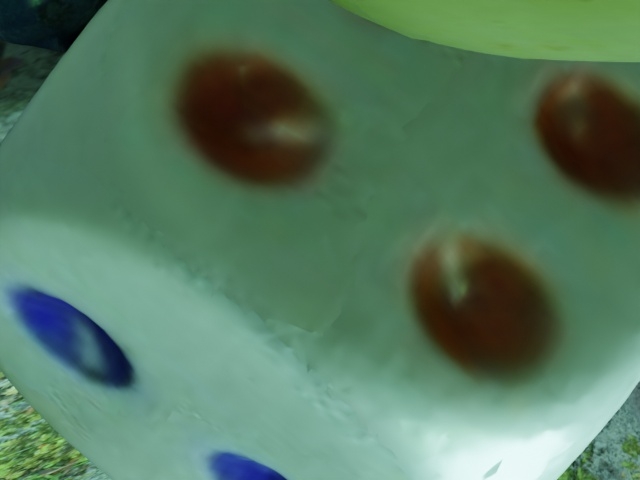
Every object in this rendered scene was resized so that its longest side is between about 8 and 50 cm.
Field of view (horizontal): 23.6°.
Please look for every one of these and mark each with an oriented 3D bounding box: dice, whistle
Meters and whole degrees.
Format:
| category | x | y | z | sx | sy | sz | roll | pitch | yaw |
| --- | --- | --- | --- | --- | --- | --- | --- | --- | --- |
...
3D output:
| category | x | y | z | sx | sy | sz | roll | pitch | yaw |
| --- | --- | --- | --- | --- | --- | --- | --- | --- | --- |
| dice | 0.000 | 0.000 | 0.824 | 0.277 | 0.304 | 0.304 | -51 | -177 | -26 |
| whistle | -0.133 | -0.139 | 0.743 | 0.090 | 0.090 | 0.158 | -35 | -172 | 25 |

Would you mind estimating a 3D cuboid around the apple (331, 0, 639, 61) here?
| category | x | y | z | sx | sy | sz | roll | pitch | yaw |
| --- | --- | --- | --- | --- | --- | --- | --- | --- | --- |
| apple | 0.057 | -0.213 | 0.331 | 0.357 | 0.357 | 0.357 | -25 | 164 | -8 |
